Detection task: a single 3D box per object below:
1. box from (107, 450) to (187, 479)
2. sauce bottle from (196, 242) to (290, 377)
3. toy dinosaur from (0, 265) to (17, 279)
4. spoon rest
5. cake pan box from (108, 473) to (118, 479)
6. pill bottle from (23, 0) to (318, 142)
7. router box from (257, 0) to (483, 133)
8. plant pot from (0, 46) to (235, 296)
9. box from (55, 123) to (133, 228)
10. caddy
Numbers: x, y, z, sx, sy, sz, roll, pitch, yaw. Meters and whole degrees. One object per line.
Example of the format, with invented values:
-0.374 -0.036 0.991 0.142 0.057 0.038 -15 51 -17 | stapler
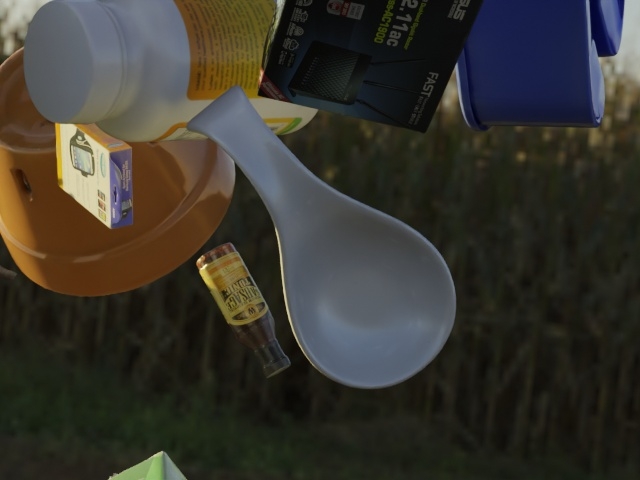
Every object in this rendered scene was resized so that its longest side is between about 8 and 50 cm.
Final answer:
-0.202 0.335 1.483 0.232 0.058 0.322 -27 35 10 | box
-0.068 0.065 1.703 0.042 0.128 0.042 -31 -7 -4 | sauce bottle
-0.482 -0.002 1.972 0.296 0.200 0.127 35 -11 -26 | toy dinosaur
0.000 0.000 1.483 0.276 0.137 0.084 51 -4 -10 | spoon rest
-0.191 0.403 2.114 0.267 0.245 0.070 23 9 -42 | cake pan box
-0.122 -0.153 1.566 0.246 0.136 0.136 -6 10 -42 | pill bottle
0.025 -0.110 0.914 0.092 0.038 0.122 11 -35 -7 | router box
-0.265 -0.110 2.145 0.291 0.291 0.203 7 -36 24 | plant pot
-0.214 -0.068 1.776 0.028 0.081 0.136 -15 30 -31 | box
0.196 -0.261 1.830 0.179 0.241 0.341 6 -42 17 | caddy
